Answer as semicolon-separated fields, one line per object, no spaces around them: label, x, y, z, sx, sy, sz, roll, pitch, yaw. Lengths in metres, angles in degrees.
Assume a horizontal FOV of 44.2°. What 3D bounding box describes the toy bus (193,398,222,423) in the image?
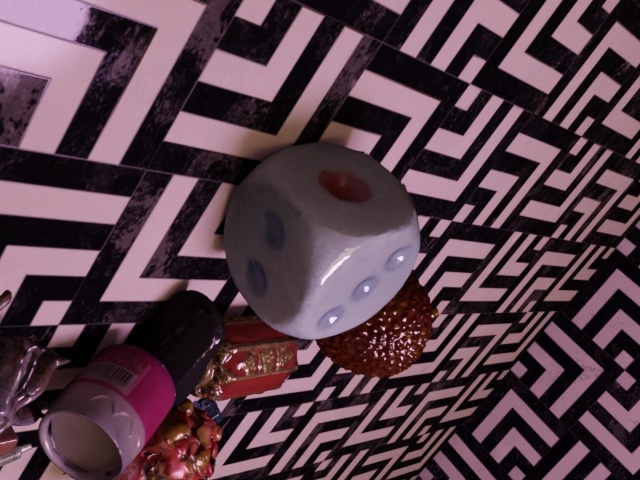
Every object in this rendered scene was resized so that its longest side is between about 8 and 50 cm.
toy bus;-0.305;0.428;1.818;0.166;0.065;0.047;-32;147;-15

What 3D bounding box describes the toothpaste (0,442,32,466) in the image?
toothpaste;-0.634;0.420;1.461;0.197;0.029;0.048;-19;140;-30

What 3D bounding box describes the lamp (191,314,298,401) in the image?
lamp;-0.171;0.243;1.648;0.274;0.177;0.177;3;127;-49

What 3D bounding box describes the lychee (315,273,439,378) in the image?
lychee;0.129;0.187;1.823;0.304;0.275;0.275;-4;139;-10

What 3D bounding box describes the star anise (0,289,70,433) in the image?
star anise;-0.536;0.233;1.253;0.359;0.139;0.316;-51;166;-2

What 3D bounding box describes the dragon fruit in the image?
dragon fruit;-0.345;0.446;1.627;0.291;0.250;0.269;-46;130;11

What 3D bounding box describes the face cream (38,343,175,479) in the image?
face cream;-0.377;0.306;1.403;0.175;0.175;0.195;-65;174;33

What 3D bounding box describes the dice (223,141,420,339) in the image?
dice;0.000;0.000;1.434;0.268;0.264;0.262;-14;140;-41

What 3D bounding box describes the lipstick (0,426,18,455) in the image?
lipstick;-0.616;0.364;1.393;0.145;0.045;0.045;-1;129;-48

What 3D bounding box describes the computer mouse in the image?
computer mouse;-0.283;0.215;1.502;0.086;0.137;0.269;-9;138;-52
